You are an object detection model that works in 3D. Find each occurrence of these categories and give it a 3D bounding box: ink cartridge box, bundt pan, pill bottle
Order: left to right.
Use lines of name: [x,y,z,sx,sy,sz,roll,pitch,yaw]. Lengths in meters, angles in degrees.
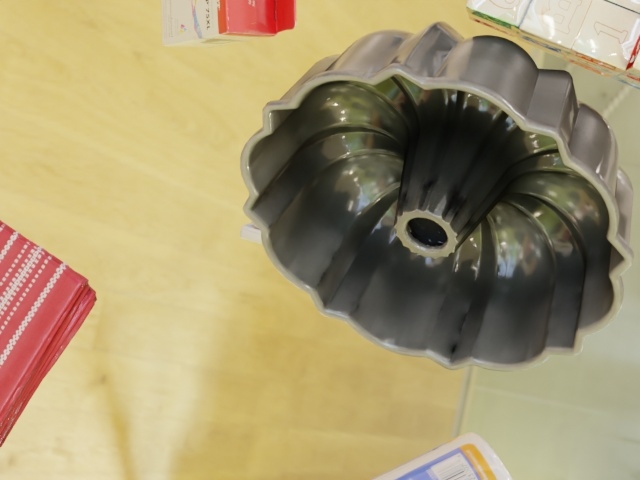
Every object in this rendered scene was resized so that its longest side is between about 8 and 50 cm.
ink cartridge box: [-0.122,-0.325,1.702,0.078,0.231,0.134,-3,93,-33]
pill bottle: [0.071,0.318,1.343,0.272,0.152,0.152,-25,137,-8]
bundt pan: [0.105,-0.045,1.098,0.330,0.331,0.124,77,30,-42]

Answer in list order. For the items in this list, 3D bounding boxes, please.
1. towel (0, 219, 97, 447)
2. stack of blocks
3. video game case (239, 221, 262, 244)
towel: [-0.356,0.059,1.225,0.199,0.275,0.031,-58,158,-1]
stack of blocks: [0.263,-0.157,0.997,0.171,0.297,0.087,-29,142,-82]
video game case: [0.000,0.000,2.054,0.183,0.201,0.023,-26,131,-67]
